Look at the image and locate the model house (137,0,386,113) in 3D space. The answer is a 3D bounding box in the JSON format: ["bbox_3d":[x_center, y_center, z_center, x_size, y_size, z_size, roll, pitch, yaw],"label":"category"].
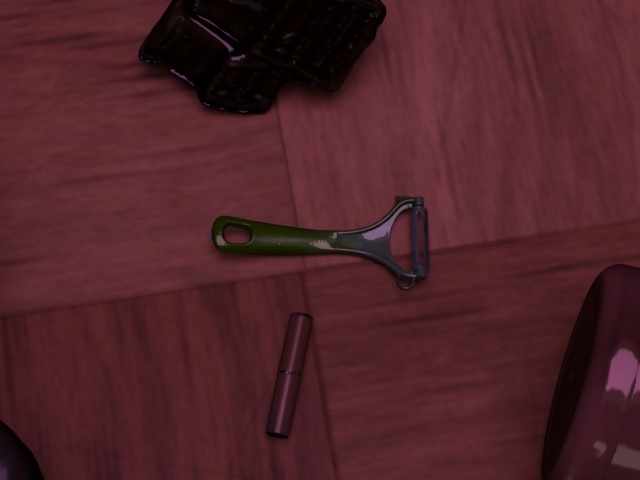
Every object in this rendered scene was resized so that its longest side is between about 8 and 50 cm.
[{"bbox_3d":[-0.039,-0.174,1.186,0.152,0.106,0.165,37,108,0],"label":"model house"}]

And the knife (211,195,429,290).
[{"bbox_3d":[0.000,0.001,1.149,0.166,0.023,0.078,1,63,-3],"label":"knife"}]

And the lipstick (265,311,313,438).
[{"bbox_3d":[-0.023,0.100,1.114,0.019,0.019,0.094,11,69,3],"label":"lipstick"}]

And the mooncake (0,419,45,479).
[{"bbox_3d":[-0.319,0.225,0.988,0.306,0.154,0.306,0,68,0],"label":"mooncake"}]

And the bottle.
[{"bbox_3d":[0.309,0.149,1.035,0.296,0.173,0.207,15,101,2],"label":"bottle"}]
